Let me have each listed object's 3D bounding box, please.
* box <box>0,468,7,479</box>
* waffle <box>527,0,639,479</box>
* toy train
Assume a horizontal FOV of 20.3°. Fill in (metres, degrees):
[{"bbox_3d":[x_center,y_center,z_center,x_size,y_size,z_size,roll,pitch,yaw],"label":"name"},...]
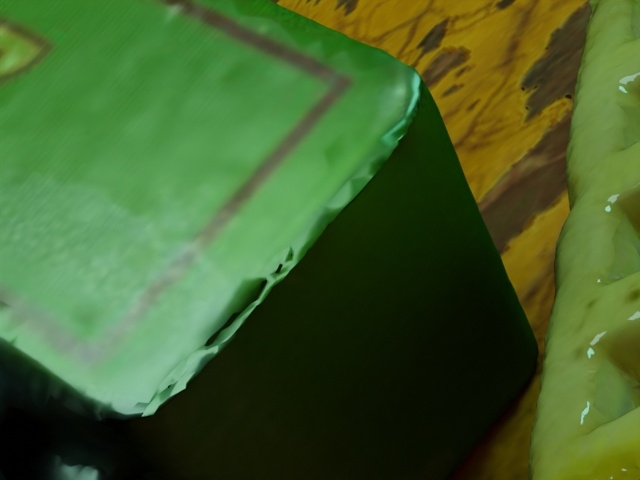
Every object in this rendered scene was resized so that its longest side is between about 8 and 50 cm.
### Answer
[{"bbox_3d":[-0.142,0.199,0.342,0.289,0.073,0.290,-27,67,35],"label":"box"},{"bbox_3d":[0.156,-0.037,0.444,0.221,0.055,0.248,-29,28,31],"label":"waffle"},{"bbox_3d":[-0.110,0.021,0.537,0.307,0.173,0.249,29,71,36],"label":"toy train"}]
